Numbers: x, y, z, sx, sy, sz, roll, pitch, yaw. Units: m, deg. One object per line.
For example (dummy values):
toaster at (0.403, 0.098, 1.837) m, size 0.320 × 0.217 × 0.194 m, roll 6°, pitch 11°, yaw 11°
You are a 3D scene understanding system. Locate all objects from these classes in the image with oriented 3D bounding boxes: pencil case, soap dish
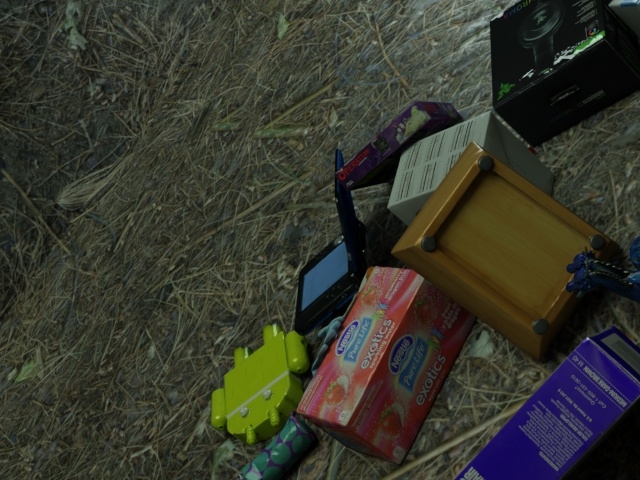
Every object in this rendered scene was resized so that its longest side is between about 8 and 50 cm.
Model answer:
pencil case at (-0.077, 0.386, 2.165) m, size 0.151 × 0.064 × 0.070 m, roll -47°, pitch 55°, yaw 4°
soap dish at (0.292, 0.011, 1.872) m, size 0.229 × 0.291 × 0.118 m, roll -53°, pitch -5°, yaw -6°

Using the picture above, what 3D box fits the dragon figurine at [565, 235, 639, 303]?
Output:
dragon figurine at (0.490, 0.044, 1.710) m, size 0.289 × 0.144 × 0.085 m, roll -20°, pitch 42°, yaw 41°

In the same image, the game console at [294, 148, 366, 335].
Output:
game console at (0.000, 0.000, 2.317) m, size 0.250 × 0.173 × 0.293 m, roll -41°, pitch 16°, yaw 16°

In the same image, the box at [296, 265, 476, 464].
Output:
box at (0.113, 0.205, 2.034) m, size 0.154 × 0.142 × 0.300 m, roll 5°, pitch 61°, yaw 56°

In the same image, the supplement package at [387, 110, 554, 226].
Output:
supplement package at (0.264, -0.086, 2.100) m, size 0.203 × 0.194 × 0.149 m, roll -20°, pitch 41°, yaw 42°

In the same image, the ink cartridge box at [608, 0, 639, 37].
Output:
ink cartridge box at (0.652, -0.462, 1.993) m, size 0.307 × 0.129 × 0.223 m, roll -46°, pitch 5°, yaw 9°

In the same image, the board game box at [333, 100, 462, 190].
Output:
board game box at (0.156, -0.184, 2.302) m, size 0.208 × 0.056 × 0.347 m, roll -37°, pitch -5°, yaw 16°

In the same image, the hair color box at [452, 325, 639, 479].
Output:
hair color box at (0.301, 0.274, 1.612) m, size 0.110 × 0.185 × 0.339 m, roll 43°, pitch 106°, yaw 17°

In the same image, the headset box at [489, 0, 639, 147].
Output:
headset box at (0.445, -0.340, 2.201) m, size 0.246 × 0.131 × 0.283 m, roll -30°, pitch 37°, yaw 33°

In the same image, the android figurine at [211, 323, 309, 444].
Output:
android figurine at (-0.116, 0.285, 2.339) m, size 0.248 × 0.056 × 0.273 m, roll -37°, pitch 31°, yaw 21°

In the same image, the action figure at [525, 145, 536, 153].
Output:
action figure at (0.358, -0.176, 2.239) m, size 0.038 × 0.030 × 0.115 m, roll -61°, pitch 27°, yaw 7°

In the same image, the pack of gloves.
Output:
pack of gloves at (0.011, 0.171, 2.163) m, size 0.195 × 0.046 × 0.232 m, roll -54°, pitch -10°, yaw -42°
